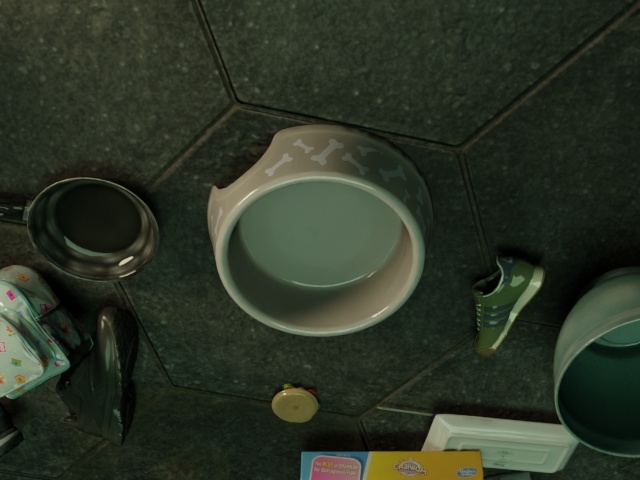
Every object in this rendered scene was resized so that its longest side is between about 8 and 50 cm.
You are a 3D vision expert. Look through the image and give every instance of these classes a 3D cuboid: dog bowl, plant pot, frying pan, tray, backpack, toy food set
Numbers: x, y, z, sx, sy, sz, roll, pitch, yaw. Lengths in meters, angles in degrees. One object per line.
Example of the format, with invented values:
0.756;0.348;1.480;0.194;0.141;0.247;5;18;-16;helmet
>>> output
0.000;0.000;1.635;0.349;0.102;0.348;0;128;0;dog bowl
0.493;0.163;1.696;0.293;0.196;0.293;0;127;0;plant pot
-0.404;-0.015;1.657;0.326;0.053;0.197;-4;127;5;frying pan
0.321;0.366;1.937;0.271;0.030;0.145;6;139;-6;tray
-0.477;0.140;1.703;0.166;0.144;0.188;-28;93;29;backpack
-0.042;0.283;1.899;0.083;0.020;0.082;23;124;-16;toy food set

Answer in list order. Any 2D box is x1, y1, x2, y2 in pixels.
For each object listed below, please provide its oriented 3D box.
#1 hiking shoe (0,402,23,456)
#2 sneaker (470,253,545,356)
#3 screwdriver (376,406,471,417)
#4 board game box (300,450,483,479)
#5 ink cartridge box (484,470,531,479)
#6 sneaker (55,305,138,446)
-0.653;0.335;1.909;0.304;0.113;0.132;-20;94;22;hiking shoe
0.272;0.096;1.735;0.086;0.064;0.192;24;124;-8;sneaker
0.182;0.299;1.910;0.170;0.024;0.025;14;96;-8;screwdriver
0.126;0.469;1.983;0.317;0.064;0.242;0;138;1;board game box
0.368;0.552;2.016;0.093;0.154;0.212;-14;125;11;ink cartridge box
-0.372;0.225;1.810;0.130;0.109;0.286;12;124;2;sneaker
